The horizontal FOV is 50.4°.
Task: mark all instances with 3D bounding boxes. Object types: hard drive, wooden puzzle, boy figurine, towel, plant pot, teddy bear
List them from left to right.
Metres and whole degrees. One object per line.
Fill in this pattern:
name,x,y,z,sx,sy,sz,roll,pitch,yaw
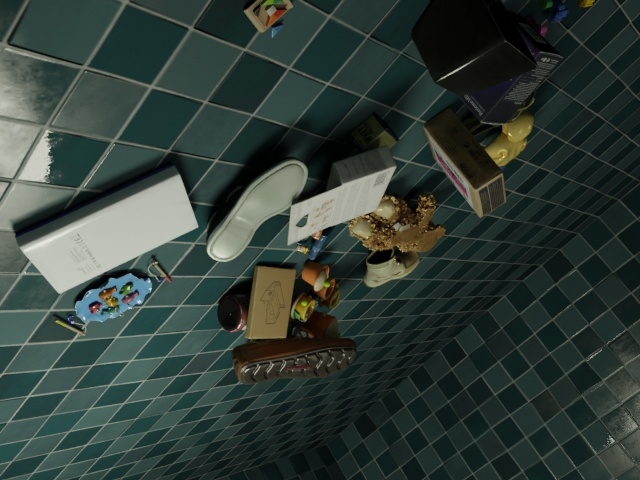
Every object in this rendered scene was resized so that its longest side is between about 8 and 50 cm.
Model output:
hard drive,-0.414,-0.020,1.368,0.318,0.040,0.210,-27,154,-13
wooden puzzle,-0.086,-0.386,1.134,0.078,0.014,0.116,-40,155,13
towel,0.000,0.000,1.879,0.067,0.029,0.119,-55,177,-42
teddy bear,0.222,-0.055,2.005,0.338,0.113,0.245,-2,134,-36
plant pot,0.300,-0.401,1.382,0.167,0.188,0.187,-34,158,30
boy figurine,0.520,-0.267,1.969,0.177,0.092,0.285,-20,151,-25

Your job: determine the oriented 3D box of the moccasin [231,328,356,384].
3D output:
moccasin,-0.076,0.341,2.045,0.380,0.147,0.139,-8,127,-14

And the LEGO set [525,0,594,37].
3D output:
LEGO set,0.546,-0.533,1.520,0.087,0.093,0.227,-21,152,-24

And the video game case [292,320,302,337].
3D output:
video game case,-0.080,0.314,2.252,0.190,0.022,0.173,-61,176,-40

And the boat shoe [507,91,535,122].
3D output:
boat shoe,0.493,-0.381,1.730,0.109,0.091,0.305,-32,155,-3

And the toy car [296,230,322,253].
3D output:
toy car,-0.034,-0.001,1.836,0.040,0.060,0.122,17,125,-19

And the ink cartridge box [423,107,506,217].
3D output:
ink cartridge box,0.373,-0.196,1.752,0.088,0.235,0.193,-34,154,3

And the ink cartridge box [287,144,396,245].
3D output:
ink cartridge box,0.032,-0.104,1.642,0.261,0.066,0.296,-21,165,-11

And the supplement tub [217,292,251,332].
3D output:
supplement tub,-0.193,0.202,1.947,0.198,0.106,0.106,-1,140,-52

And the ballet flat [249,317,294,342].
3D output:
ballet flat,-0.176,0.317,2.165,0.123,0.123,0.349,-17,148,-31

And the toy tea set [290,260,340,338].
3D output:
toy tea set,0.014,0.196,2.084,0.200,0.124,0.336,-61,158,-15

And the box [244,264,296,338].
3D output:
box,-0.139,0.174,1.906,0.164,0.021,0.201,9,89,-54

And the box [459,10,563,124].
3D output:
box,0.413,-0.390,1.550,0.108,0.153,0.207,-6,143,-44

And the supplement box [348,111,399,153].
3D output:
supplement box,0.125,-0.240,1.591,0.083,0.056,0.083,-40,154,14

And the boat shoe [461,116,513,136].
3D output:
boat shoe,0.437,-0.305,1.773,0.153,0.048,0.056,-12,160,39

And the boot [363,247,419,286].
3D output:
boot,0.241,0.063,2.246,0.213,0.077,0.165,-24,152,-12

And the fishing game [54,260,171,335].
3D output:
fishing game,-0.476,0.141,1.586,0.264,0.041,0.189,-30,157,-8

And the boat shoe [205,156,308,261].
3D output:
boat shoe,-0.152,-0.086,1.509,0.302,0.091,0.114,-41,127,15
